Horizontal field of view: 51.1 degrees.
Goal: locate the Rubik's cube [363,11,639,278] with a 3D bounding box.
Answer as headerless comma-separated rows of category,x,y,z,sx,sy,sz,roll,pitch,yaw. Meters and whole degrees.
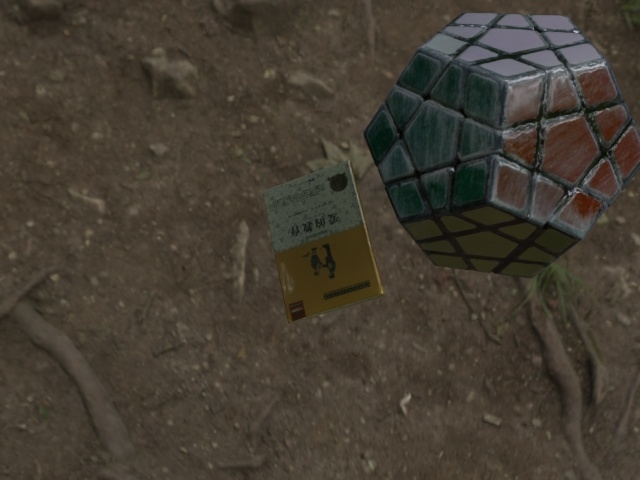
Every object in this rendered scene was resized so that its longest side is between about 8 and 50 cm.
Rubik's cube,0.210,-0.111,0.791,0.264,0.319,0.319,-26,50,16

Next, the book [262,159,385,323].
book,0.000,0.000,0.784,0.118,0.012,0.172,-19,69,15
